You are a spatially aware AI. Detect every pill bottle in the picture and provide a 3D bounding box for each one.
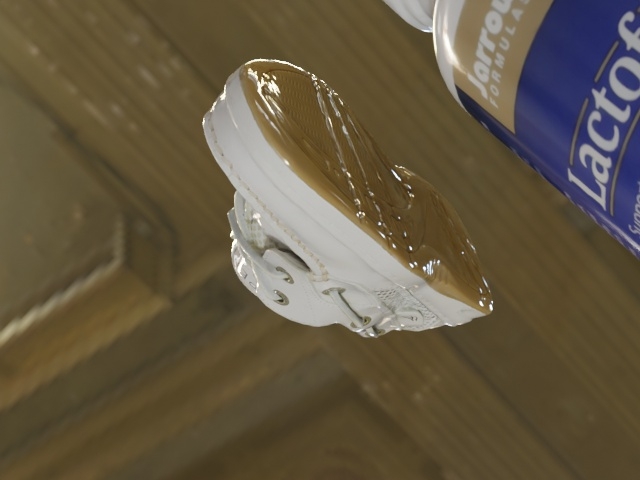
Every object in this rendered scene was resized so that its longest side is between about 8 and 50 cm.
[{"bbox_3d":[0.138,-0.076,0.736,0.153,0.153,0.264,-45,-121,-3],"label":"pill bottle"}]

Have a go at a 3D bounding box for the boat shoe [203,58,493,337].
[{"bbox_3d":[0.000,0.000,0.969,0.096,0.277,0.098,-26,-117,14],"label":"boat shoe"}]
